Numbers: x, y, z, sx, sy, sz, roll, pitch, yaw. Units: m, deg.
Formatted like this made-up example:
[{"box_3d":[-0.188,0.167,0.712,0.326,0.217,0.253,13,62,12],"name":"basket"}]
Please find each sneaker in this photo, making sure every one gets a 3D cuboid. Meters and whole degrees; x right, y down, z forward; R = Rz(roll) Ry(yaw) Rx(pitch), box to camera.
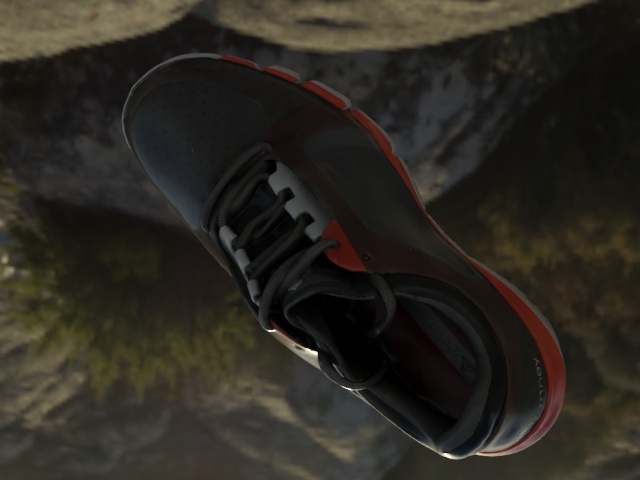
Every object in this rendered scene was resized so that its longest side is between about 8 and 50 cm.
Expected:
[{"box_3d":[0.000,0.000,0.385,0.158,0.061,0.065,39,-163,16],"name":"sneaker"}]
